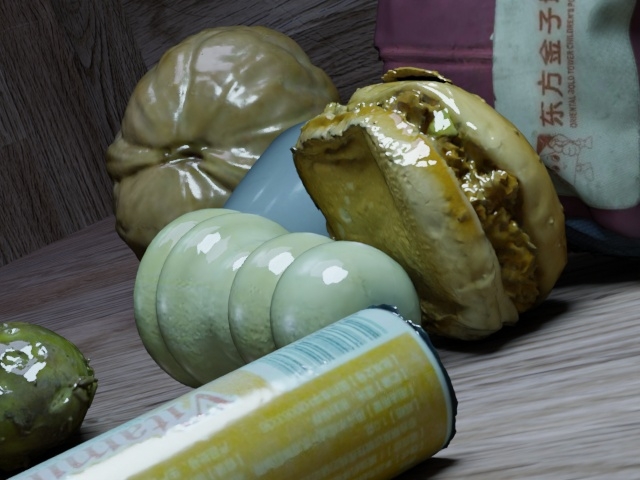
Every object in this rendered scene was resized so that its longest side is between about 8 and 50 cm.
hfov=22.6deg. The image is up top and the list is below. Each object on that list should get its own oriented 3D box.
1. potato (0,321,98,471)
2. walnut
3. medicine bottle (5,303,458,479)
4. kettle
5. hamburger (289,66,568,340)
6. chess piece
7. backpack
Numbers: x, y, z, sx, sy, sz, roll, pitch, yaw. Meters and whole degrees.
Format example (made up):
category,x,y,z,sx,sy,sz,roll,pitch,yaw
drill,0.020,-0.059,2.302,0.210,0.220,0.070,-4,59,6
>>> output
category,x,y,z,sx,sy,sz,roll,pitch,yaw
potato,-0.264,0.131,1.314,0.149,0.113,0.251,-34,4,-29
walnut,-0.094,-0.090,1.777,0.285,0.296,0.285,8,4,-1
medicine bottle,-0.117,0.151,0.772,0.426,0.108,0.108,-23,7,-31
kettle,0.000,0.000,1.511,0.211,0.160,0.243,10,24,14
hamburger,0.077,-0.019,1.128,0.108,0.213,0.214,-37,13,-24
chess piece,-0.019,0.052,1.146,0.144,0.144,0.251,-25,15,-27
backpack,0.169,-0.134,1.207,0.197,0.283,0.317,0,5,-35
